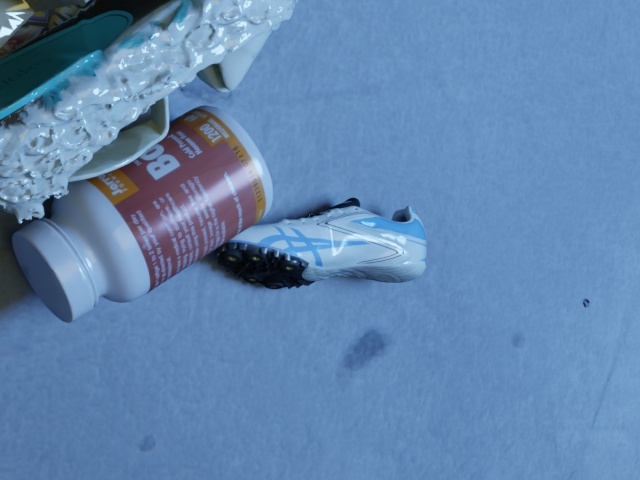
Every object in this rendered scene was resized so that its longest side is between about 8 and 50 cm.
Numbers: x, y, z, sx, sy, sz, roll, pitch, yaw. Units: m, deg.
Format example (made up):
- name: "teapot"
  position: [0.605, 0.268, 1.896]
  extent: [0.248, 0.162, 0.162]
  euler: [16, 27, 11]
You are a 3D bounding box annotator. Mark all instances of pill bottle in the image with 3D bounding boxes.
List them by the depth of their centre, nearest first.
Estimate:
- name: "pill bottle"
  position: [-0.158, -0.022, 1.137]
  extent: [0.216, 0.121, 0.121]
  euler: [-34, 114, -26]

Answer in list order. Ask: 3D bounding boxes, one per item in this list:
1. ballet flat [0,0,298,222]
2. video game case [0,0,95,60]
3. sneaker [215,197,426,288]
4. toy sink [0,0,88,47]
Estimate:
- name: "ballet flat"
  position: [-0.142, -0.160, 1.095]
  extent: [0.409, 0.147, 0.147]
  euler: [-37, 115, -19]
- name: "video game case"
  position: [-0.280, -0.235, 1.080]
  extent: [0.248, 0.035, 0.275]
  euler: [28, 80, -33]
- name: "sneaker"
  position: [0.000, 0.000, 1.280]
  extent: [0.237, 0.085, 0.086]
  euler: [1, 69, -31]
- name: "toy sink"
  position: [-0.224, -0.275, 1.012]
  extent: [0.234, 0.131, 0.153]
  euler: [-50, 119, -19]
